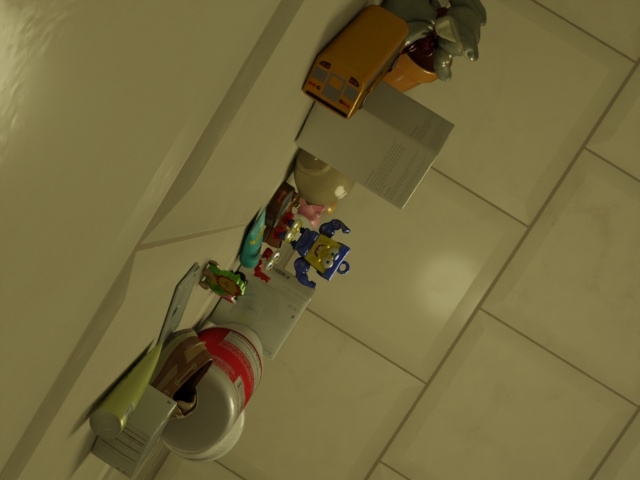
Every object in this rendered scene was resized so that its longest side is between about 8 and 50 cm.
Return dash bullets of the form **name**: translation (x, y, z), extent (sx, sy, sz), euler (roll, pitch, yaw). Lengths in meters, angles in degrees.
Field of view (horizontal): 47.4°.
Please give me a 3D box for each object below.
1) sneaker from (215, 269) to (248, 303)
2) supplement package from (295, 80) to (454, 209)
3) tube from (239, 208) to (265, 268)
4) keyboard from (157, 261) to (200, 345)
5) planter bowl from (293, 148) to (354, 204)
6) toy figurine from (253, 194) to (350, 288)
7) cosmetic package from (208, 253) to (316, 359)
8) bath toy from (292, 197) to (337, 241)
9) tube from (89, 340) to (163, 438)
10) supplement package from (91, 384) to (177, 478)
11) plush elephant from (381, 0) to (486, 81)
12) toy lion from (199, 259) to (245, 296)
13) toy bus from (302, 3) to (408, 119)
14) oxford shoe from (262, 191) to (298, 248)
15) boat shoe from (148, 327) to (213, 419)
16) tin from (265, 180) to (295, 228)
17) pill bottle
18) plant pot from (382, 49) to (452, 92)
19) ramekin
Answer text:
- **sneaker**: translation (-0.229, 0.116, 1.909), extent (0.074, 0.063, 0.170), euler (-58, -177, 4)
- **supplement package**: translation (0.126, -0.245, 1.675), extent (0.177, 0.293, 0.175), euler (-59, 177, 39)
- **tube**: translation (-0.171, 0.001, 1.855), extent (0.207, 0.052, 0.080), euler (111, 0, -58)
- **keyboard**: translation (-0.290, 0.136, 1.467), extent (0.072, 0.014, 0.256), euler (-50, 173, -40)
- **planter bowl**: translation (-0.001, -0.186, 1.855), extent (0.162, 0.162, 0.109), euler (-57, 151, -15)
- **toy figurine**: translation (0.000, 0.000, 1.987), extent (0.362, 0.217, 0.191), euler (-56, -167, -7)
- **cosmetic package**: translation (-0.170, 0.191, 2.152), extent (0.224, 0.224, 0.138), euler (-59, 178, 11)
- **bath toy**: translation (-0.037, -0.107, 2.465), extent (0.129, 0.151, 0.348), euler (-11, -147, 41)
- **tube**: translation (-0.360, 0.280, 1.382), extent (0.070, 0.062, 0.240), euler (-13, -162, 15)
- **supplement package**: translation (-0.391, 0.393, 1.526), extent (0.179, 0.105, 0.105), euler (-59, 177, 38)
- **plush elephant**: translation (0.266, -0.500, 1.750), extent (0.272, 0.255, 0.330), euler (-56, 177, -42)
- **toy lion**: translation (-0.206, 0.091, 1.556), extent (0.034, 0.096, 0.100), euler (-57, 178, -32)
- **toy bus**: translation (0.083, -0.368, 1.457), extent (0.332, 0.108, 0.130), euler (-55, 175, -45)
- **oxford shoe**: translation (-0.102, -0.062, 2.122), extent (0.076, 0.076, 0.212), euler (-53, 173, -51)
- **boat shoe**: translation (-0.340, 0.351, 1.635), extent (0.123, 0.116, 0.324), euler (-17, 140, -59)
- **tin**: translation (-0.113, -0.091, 1.964), extent (0.106, 0.040, 0.189), euler (-53, 177, -17)
- **pill bottle**: translation (-0.283, 0.360, 1.920), extent (0.229, 0.229, 0.407), euler (-58, 178, 15)
- **plant pot**: translation (0.254, -0.533, 2.165), extent (0.188, 0.205, 0.205), euler (-35, -163, 51)
- **ramekin**: translation (-0.380, 0.553, 2.257), extent (0.272, 0.273, 0.127), euler (-58, 166, -6)
